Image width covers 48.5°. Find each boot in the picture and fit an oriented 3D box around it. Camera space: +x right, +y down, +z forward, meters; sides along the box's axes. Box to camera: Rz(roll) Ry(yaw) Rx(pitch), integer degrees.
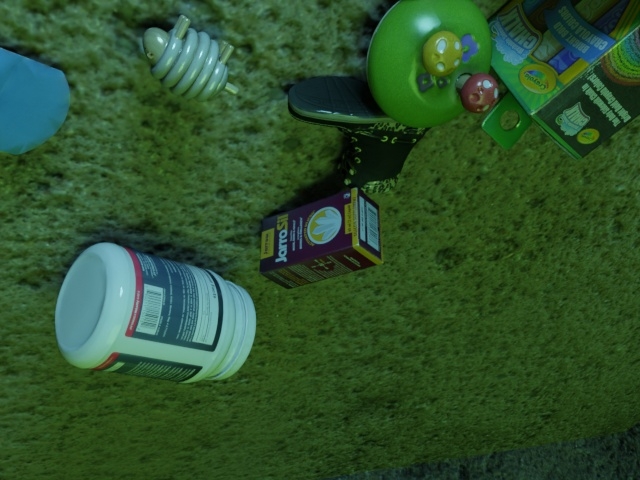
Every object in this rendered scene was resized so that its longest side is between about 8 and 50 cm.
[{"bbox_3d":[0.048,-0.145,1.046,0.236,0.085,0.178,-2,142,-24],"label":"boot"}]

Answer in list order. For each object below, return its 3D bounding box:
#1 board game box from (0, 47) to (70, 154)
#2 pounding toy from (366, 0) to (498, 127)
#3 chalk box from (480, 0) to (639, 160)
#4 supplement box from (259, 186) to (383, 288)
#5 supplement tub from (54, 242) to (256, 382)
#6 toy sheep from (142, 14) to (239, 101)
[{"bbox_3d":[-0.382,-0.173,0.829,0.168,0.033,0.133,15,125,-46],"label":"board game box"},{"bbox_3d":[0.168,-0.245,0.897,0.183,0.110,0.237,0,115,-25],"label":"pounding toy"},{"bbox_3d":[0.348,-0.249,0.995,0.289,0.179,0.180,-39,142,23],"label":"chalk box"},{"bbox_3d":[0.000,0.000,1.138,0.188,0.104,0.081,-17,148,29],"label":"supplement box"},{"bbox_3d":[-0.259,0.123,1.132,0.272,0.191,0.191,20,126,-43],"label":"supplement tub"},{"bbox_3d":[-0.153,-0.212,0.853,0.132,0.091,0.091,27,123,-25],"label":"toy sheep"}]
